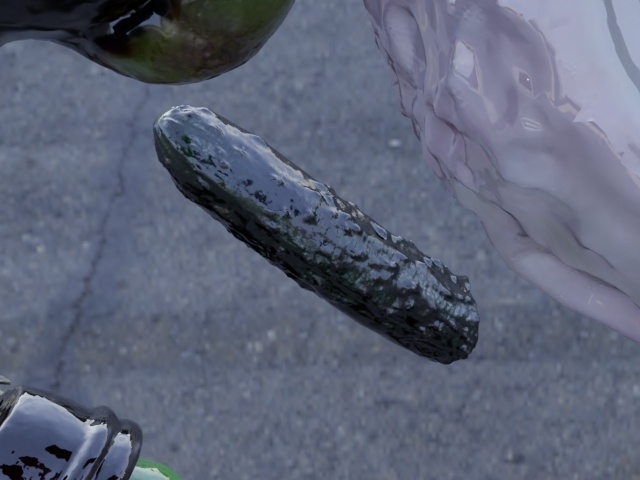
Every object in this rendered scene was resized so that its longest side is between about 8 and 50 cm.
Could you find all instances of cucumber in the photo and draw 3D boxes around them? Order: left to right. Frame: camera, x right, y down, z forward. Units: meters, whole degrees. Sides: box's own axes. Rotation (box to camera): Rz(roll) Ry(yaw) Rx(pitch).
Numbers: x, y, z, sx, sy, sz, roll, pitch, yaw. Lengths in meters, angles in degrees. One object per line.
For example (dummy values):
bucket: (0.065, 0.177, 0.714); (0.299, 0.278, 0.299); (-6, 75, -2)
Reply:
cucumber: (0.000, 0.000, 1.123); (0.072, 0.303, 0.081); (-41, 36, 25)

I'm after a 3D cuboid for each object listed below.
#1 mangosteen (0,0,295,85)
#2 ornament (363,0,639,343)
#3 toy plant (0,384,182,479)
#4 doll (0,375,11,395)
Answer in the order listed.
mangosteen: (-0.083, -0.192, 0.587); (0.287, 0.233, 0.287); (12, 32, -8)
ornament: (0.139, -0.089, 0.445); (0.259, 0.259, 0.225); (4, 14, 10)
toy plant: (-0.196, 0.237, 1.300); (0.235, 0.175, 0.218); (39, 25, -14)
doll: (-0.403, 0.154, 1.484); (0.221, 0.115, 0.105); (-23, 75, -39)
